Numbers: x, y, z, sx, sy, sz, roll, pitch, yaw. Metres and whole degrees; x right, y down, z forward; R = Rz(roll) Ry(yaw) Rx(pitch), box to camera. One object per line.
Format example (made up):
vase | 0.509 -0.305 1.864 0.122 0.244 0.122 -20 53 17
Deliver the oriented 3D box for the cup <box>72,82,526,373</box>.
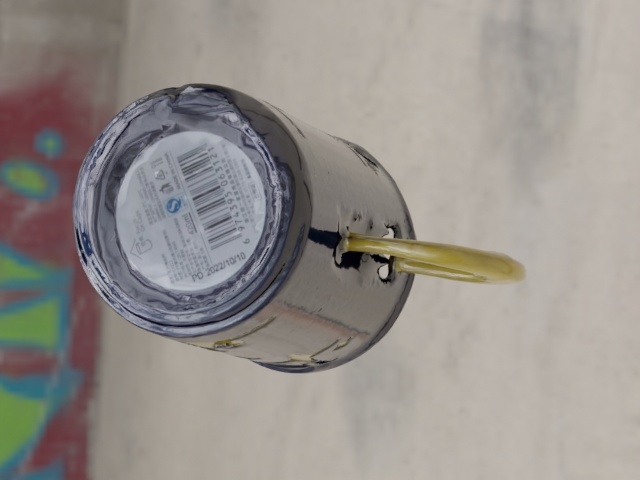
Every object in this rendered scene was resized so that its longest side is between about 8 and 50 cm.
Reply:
cup | -0.011 -0.019 1.351 0.256 0.255 0.178 23 -131 -73
